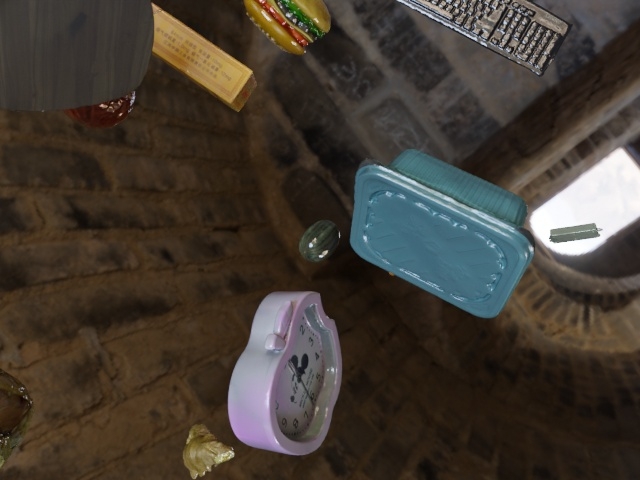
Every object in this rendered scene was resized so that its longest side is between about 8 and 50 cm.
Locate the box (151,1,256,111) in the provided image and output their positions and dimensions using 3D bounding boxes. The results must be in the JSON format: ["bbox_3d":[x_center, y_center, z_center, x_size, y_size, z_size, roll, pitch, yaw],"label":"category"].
[{"bbox_3d":[-0.255,-0.355,1.315,0.274,0.076,0.174,34,-178,-5],"label":"box"}]

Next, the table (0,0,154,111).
[{"bbox_3d":[-0.441,-0.367,1.015,0.249,0.317,0.317,57,-162,18],"label":"table"}]

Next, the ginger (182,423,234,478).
[{"bbox_3d":[-0.289,0.522,1.701,0.081,0.115,0.205,48,160,-19],"label":"ginger"}]

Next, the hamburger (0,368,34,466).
[{"bbox_3d":[-0.553,0.256,1.023,0.309,0.211,0.133,59,-169,-52],"label":"hamburger"}]

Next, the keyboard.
[{"bbox_3d":[0.208,-0.315,0.935,0.250,0.087,0.017,32,-177,10],"label":"keyboard"}]

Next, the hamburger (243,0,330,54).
[{"bbox_3d":[-0.059,-0.409,1.246,0.162,0.115,0.162,41,-169,-10],"label":"hamburger"}]

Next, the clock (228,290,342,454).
[{"bbox_3d":[-0.068,0.277,1.445,0.338,0.102,0.339,0,-90,-65],"label":"clock"}]

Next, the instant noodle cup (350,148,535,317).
[{"bbox_3d":[0.120,-0.013,0.691,0.179,0.070,0.157,26,149,14],"label":"instant noodle cup"}]

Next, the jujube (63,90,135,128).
[{"bbox_3d":[-0.498,-0.348,1.498,0.190,0.190,0.255,56,173,14],"label":"jujube"}]

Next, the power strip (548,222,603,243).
[{"bbox_3d":[0.407,-0.011,1.113,0.027,0.083,0.017,48,-140,-49],"label":"power strip"}]

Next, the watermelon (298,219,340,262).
[{"bbox_3d":[0.000,0.000,1.516,0.078,0.078,0.111,49,-121,-10],"label":"watermelon"}]

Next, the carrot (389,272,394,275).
[{"bbox_3d":[0.144,0.031,1.050,0.093,0.032,0.032,-16,-121,-23],"label":"carrot"}]
